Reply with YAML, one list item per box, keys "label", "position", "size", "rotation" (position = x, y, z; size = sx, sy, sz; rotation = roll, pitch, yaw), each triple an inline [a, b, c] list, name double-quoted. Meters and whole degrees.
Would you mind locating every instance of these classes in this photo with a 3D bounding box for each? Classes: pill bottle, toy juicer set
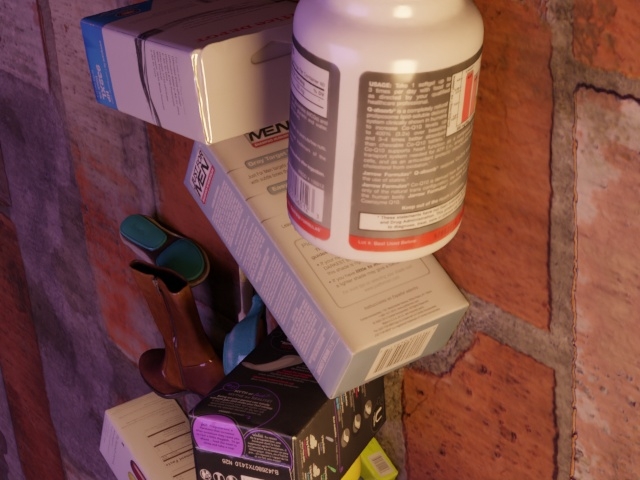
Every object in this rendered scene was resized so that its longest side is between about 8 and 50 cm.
- label: "pill bottle"
  position: [0.071, -0.174, 1.485]
  size: [0.210, 0.210, 0.362]
  rotation: [39, 137, 41]
- label: "toy juicer set"
  position: [-0.097, 0.197, 2.048]
  size: [0.209, 0.090, 0.329]
  rotation: [85, -172, -48]

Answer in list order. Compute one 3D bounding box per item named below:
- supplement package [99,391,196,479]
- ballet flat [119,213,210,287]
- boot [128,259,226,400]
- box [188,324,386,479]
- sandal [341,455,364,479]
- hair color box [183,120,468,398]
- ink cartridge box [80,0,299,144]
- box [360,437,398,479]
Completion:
- label: "supplement package"
  position: [-0.291, 0.419, 2.479]
  size: [0.244, 0.134, 0.139]
  rotation: [50, 145, 29]
- label: "ballet flat"
  position: [-0.253, 0.030, 2.264]
  size: [0.248, 0.086, 0.086]
  rotation: [37, 137, 44]
- label: "boot"
  position: [-0.264, 0.154, 2.237]
  size: [0.264, 0.096, 0.280]
  rotation: [24, 146, 50]
- label: "box"
  position: [-0.038, 0.240, 1.803]
  size: [0.165, 0.270, 0.143]
  rotation: [8, 118, 25]
- label: "sandal"
  position: [-0.021, 0.405, 1.975]
  size: [0.138, 0.126, 0.317]
  rotation: [64, 151, 3]
- label: "hair color box"
  position: [0.000, 0.000, 1.722]
  size: [0.374, 0.185, 0.113]
  rotation: [55, 147, 24]
- label: "ink cartridge box"
  position: [-0.144, -0.241, 1.774]
  size: [0.307, 0.223, 0.129]
  rotation: [24, 127, 51]
- label: "box"
  position: [0.050, 0.355, 1.987]
  size: [0.109, 0.042, 0.178]
  rotation: [54, 147, 26]
